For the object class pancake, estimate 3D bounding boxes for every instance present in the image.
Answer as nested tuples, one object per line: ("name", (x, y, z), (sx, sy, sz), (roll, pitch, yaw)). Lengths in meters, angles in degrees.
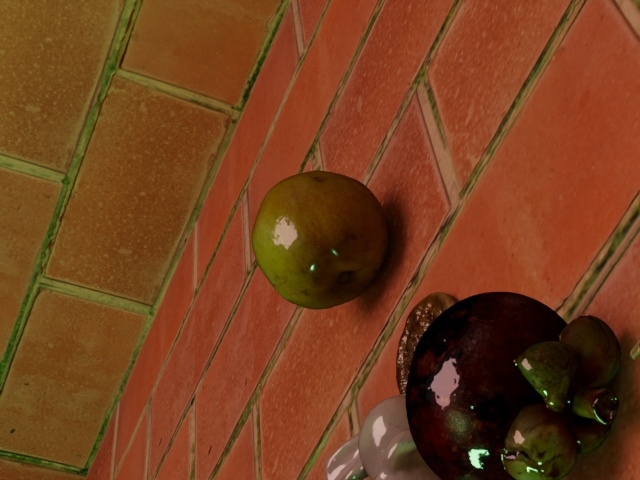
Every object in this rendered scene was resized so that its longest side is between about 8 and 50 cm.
("pancake", (0.122, 0.131, 1.343), (0.158, 0.028, 0.158), (-164, 90, -76))

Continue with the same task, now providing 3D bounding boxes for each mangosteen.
("mangosteen", (0.169, 0.131, 0.988), (0.200, 0.200, 0.199), (-163, 90, -73))

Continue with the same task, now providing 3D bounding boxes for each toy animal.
("toy animal", (0.083, 0.255, 1.160), (0.193, 0.127, 0.178), (-89, 24, -56))

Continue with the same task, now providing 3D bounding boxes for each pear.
("pear", (0.000, 0.000, 1.589), (0.200, 0.200, 0.200), (-163, 90, -73))

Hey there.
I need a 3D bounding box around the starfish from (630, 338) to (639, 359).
("starfish", (0.289, 0.053, 0.855), (0.133, 0.041, 0.130), (-171, 88, -67))
